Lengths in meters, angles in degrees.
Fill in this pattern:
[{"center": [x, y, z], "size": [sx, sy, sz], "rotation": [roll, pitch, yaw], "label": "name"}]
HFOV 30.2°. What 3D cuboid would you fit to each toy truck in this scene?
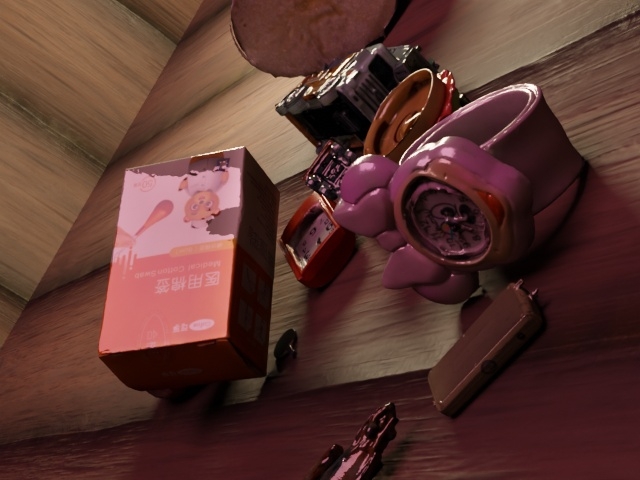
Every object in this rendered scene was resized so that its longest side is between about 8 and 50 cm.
[{"center": [0.068, -0.064, 1.700], "size": [0.080, 0.115, 0.177], "rotation": [-54, 43, 2], "label": "toy truck"}, {"center": [0.063, -0.246, 1.956], "size": [0.184, 0.133, 0.338], "rotation": [-50, 17, -14], "label": "toy truck"}]

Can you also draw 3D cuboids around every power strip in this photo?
[{"center": [0.181, 0.114, 1.284], "size": [0.169, 0.028, 0.076], "rotation": [-49, 21, 19], "label": "power strip"}]

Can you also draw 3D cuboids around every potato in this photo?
[{"center": [0.011, -0.490, 2.331], "size": [0.296, 0.290, 0.397], "rotation": [-79, 13, -85], "label": "potato"}]

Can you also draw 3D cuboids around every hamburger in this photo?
[{"center": [0.152, -0.134, 1.573], "size": [0.175, 0.137, 0.175], "rotation": [-46, 26, 31], "label": "hamburger"}]

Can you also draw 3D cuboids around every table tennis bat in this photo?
[{"center": [-0.049, 0.156, 1.747], "size": [0.050, 0.007, 0.083], "rotation": [-54, 19, 0], "label": "table tennis bat"}]

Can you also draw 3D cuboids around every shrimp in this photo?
[{"center": [0.011, 0.277, 1.368], "size": [0.251, 0.052, 0.143], "rotation": [-51, 18, 12], "label": "shrimp"}]

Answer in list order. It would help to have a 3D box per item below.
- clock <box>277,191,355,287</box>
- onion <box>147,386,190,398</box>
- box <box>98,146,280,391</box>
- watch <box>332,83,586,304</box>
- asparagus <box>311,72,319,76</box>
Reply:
[{"center": [0.000, 0.000, 1.812], "size": [0.113, 0.061, 0.155], "rotation": [-52, 24, 12], "label": "clock"}, {"center": [-0.263, 0.126, 2.001], "size": [0.272, 0.195, 0.272], "rotation": [-42, 36, 41], "label": "onion"}, {"center": [-0.195, 0.048, 1.819], "size": [0.225, 0.143, 0.341], "rotation": [-9, 59, 20], "label": "box"}, {"center": [0.179, -0.065, 1.394], "size": [0.248, 0.211, 0.217], "rotation": [-19, 22, 45], "label": "watch"}, {"center": [-0.003, -0.400, 2.430], "size": [0.067, 0.060, 0.278], "rotation": [-53, 19, 22], "label": "asparagus"}]
